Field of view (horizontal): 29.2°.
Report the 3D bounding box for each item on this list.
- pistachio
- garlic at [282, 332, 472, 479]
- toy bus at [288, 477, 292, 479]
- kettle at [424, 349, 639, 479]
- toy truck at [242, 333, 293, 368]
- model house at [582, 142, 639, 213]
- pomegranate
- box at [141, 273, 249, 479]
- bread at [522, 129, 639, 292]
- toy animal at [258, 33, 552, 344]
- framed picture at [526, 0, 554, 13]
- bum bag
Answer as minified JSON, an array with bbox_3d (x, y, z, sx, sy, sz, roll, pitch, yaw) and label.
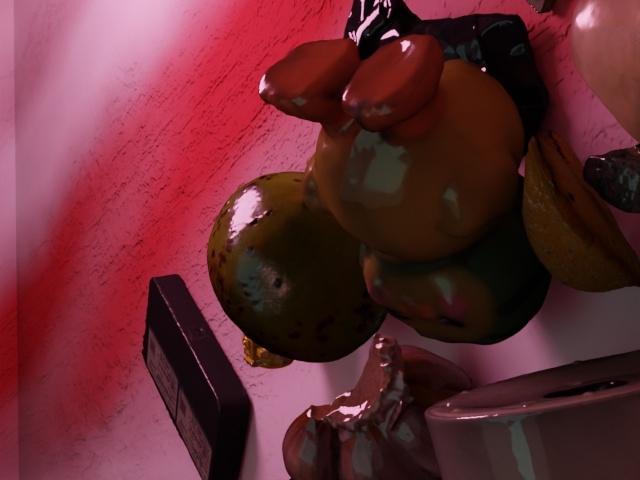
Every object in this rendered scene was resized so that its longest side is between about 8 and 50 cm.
[{"bbox_3d":[0.272,-0.135,0.894,0.200,0.117,0.145,34,129,48],"label":"pistachio"},{"bbox_3d":[0.078,0.220,1.291,0.214,0.191,0.160,-46,43,12],"label":"garlic"},{"bbox_3d":[0.091,0.384,1.313,0.386,0.171,0.162,-136,41,-56],"label":"toy bus"},{"bbox_3d":[0.284,0.276,0.913,0.361,0.250,0.377,-13,88,35],"label":"kettle"},{"bbox_3d":[-0.050,0.052,1.598,0.098,0.114,0.227,27,121,59],"label":"toy truck"},{"bbox_3d":[0.263,-0.055,0.971,0.079,0.083,0.066,43,133,53],"label":"model house"},{"bbox_3d":[0.003,0.016,1.396,0.286,0.231,0.231,-33,67,40],"label":"pomegranate"},{"bbox_3d":[-0.215,0.232,2.055,0.350,0.058,0.211,54,145,43],"label":"box"},{"bbox_3d":[0.199,-0.030,1.020,0.065,0.187,0.149,-30,54,22],"label":"bread"},{"bbox_3d":[0.105,-0.053,1.114,0.216,0.191,0.338,8,140,43],"label":"toy animal"},{"bbox_3d":[0.189,-0.361,1.097,0.189,0.023,0.260,57,144,40],"label":"framed picture"},{"bbox_3d":[0.112,-0.175,1.243,0.310,0.074,0.137,21,119,45],"label":"bum bag"}]
